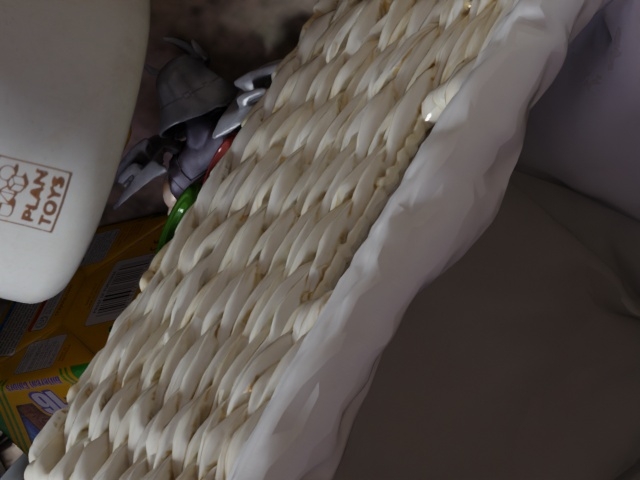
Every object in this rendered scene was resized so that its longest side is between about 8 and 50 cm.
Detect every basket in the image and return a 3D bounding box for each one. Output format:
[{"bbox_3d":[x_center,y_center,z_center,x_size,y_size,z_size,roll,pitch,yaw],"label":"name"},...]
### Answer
[{"bbox_3d":[0.104,0.073,0.833,0.331,0.328,0.266,38,162,-21],"label":"basket"}]

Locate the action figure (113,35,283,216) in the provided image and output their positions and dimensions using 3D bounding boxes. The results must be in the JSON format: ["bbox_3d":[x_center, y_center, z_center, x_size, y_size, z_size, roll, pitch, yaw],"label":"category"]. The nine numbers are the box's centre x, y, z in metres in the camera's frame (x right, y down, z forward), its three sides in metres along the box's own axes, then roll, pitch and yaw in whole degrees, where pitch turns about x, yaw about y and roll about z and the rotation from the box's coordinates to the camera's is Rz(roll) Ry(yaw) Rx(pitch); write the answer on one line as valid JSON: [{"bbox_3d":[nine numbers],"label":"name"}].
[{"bbox_3d":[0.000,0.000,1.023,0.285,0.099,0.185,51,144,-11],"label":"action figure"}]

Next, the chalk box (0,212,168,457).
[{"bbox_3d":[-0.094,0.104,1.168,0.132,0.132,0.213,-11,131,36],"label":"chalk box"}]

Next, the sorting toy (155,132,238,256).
[{"bbox_3d":[-0.048,-0.010,0.953,0.042,0.061,0.102,24,137,-17],"label":"sorting toy"}]

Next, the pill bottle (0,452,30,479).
[{"bbox_3d":[-0.081,0.331,1.362,0.408,0.229,0.229,33,142,-14],"label":"pill bottle"}]

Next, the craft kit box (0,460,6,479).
[{"bbox_3d":[-0.365,0.198,1.493,0.247,0.061,0.250,11,142,20],"label":"craft kit box"}]

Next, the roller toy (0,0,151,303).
[{"bbox_3d":[-0.167,-0.068,0.927,0.146,0.209,0.191,15,160,-16],"label":"roller toy"}]
